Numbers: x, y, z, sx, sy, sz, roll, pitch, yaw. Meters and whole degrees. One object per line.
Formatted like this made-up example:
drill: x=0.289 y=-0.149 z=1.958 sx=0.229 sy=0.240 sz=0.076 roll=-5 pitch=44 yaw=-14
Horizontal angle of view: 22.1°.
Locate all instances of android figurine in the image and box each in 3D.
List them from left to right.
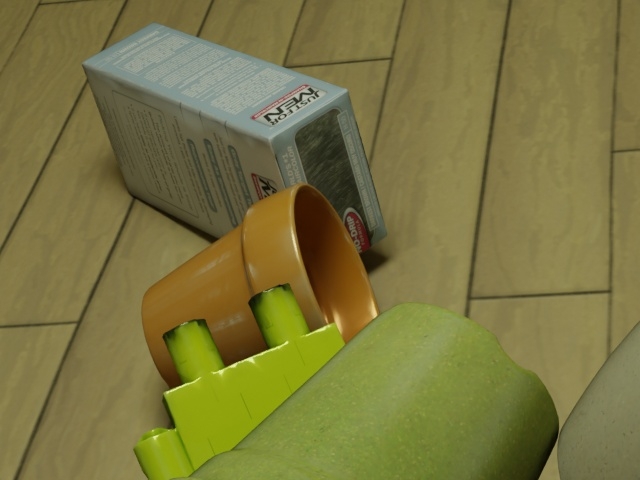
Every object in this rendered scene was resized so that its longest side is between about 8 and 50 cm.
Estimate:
android figurine: x=-0.030 y=0.181 z=1.426 sx=0.248 sy=0.056 sz=0.272 roll=-20 pitch=77 yaw=-12

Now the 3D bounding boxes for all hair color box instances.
hair color box: x=-0.102 y=-0.105 z=1.819 sx=0.114 sy=0.185 sz=0.374 roll=-33 pitch=35 yaw=-25

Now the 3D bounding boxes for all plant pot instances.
plant pot: x=-0.063 y=0.071 z=1.603 sx=0.188 sy=0.205 sz=0.205 roll=-21 pitch=33 yaw=16
plant pot: x=0.049 y=0.195 z=1.284 sx=0.276 sy=0.276 sz=0.254 roll=17 pitch=53 yaw=36

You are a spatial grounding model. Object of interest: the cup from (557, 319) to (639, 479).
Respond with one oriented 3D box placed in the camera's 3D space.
cup: x=0.325 y=0.170 z=1.261 sx=0.237 sy=0.331 sz=0.331 roll=-28 pitch=30 yaw=25
